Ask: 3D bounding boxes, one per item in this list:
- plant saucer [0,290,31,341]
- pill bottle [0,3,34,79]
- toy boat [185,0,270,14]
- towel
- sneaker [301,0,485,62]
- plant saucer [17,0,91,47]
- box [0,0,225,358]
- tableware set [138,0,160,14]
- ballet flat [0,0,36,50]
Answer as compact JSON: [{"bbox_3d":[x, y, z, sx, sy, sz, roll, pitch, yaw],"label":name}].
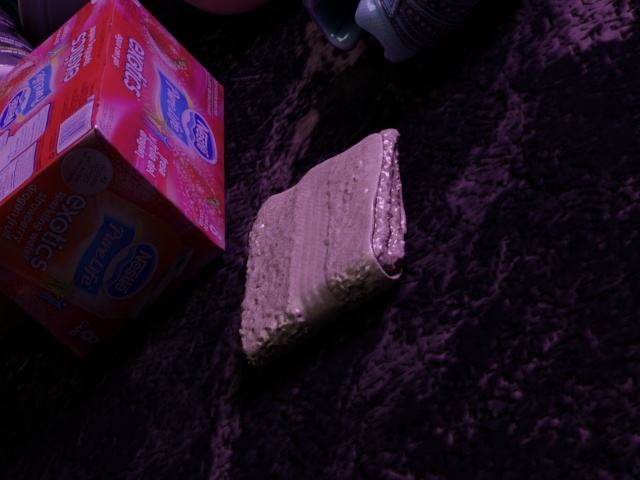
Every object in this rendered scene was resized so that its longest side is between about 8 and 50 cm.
[{"bbox_3d":[-0.251,0.027,1.141,0.188,0.045,0.188,-37,26,17],"label":"plant saucer"},{"bbox_3d":[-0.312,-0.147,1.277,0.130,0.130,0.245,-43,45,3],"label":"pill bottle"},{"bbox_3d":[-0.009,-0.336,1.202,0.318,0.148,0.267,-34,27,23],"label":"toy boat"},{"bbox_3d":[0.000,0.000,0.826,0.110,0.027,0.148,-34,27,23],"label":"towel"},{"bbox_3d":[0.026,-0.195,0.990,0.122,0.110,0.283,-47,25,3],"label":"sneaker"},{"bbox_3d":[-0.160,-0.353,1.335,0.400,0.100,0.400,-163,90,-89],"label":"plant saucer"},{"bbox_3d":[-0.150,-0.057,1.024,0.128,0.122,0.257,-37,26,16],"label":"box"},{"bbox_3d":[-0.209,-0.212,1.468,0.154,0.024,0.104,-25,35,34],"label":"tableware set"},{"bbox_3d":[-0.287,-0.272,1.372,0.316,0.107,0.106,113,180,-74],"label":"ballet flat"}]
